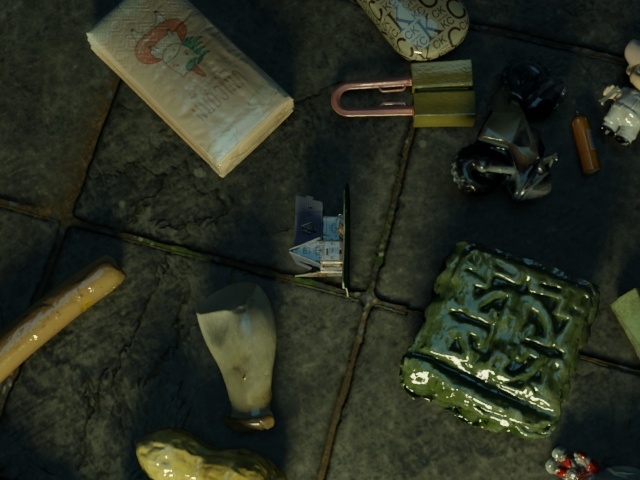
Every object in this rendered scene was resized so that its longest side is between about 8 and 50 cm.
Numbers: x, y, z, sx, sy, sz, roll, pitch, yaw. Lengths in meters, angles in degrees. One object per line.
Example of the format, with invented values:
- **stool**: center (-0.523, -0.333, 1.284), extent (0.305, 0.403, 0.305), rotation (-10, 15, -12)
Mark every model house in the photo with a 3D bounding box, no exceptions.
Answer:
- **model house**: center (0.000, 0.000, 1.452), extent (0.088, 0.117, 0.167), rotation (0, 78, 6)

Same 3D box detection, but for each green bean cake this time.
- **green bean cake**: center (0.260, 0.148, 1.397), extent (0.241, 0.132, 0.255), rotation (25, 77, 5)

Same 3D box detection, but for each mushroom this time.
- **mushroom**: center (-0.110, 0.173, 1.427), extent (0.116, 0.093, 0.225), rotation (-19, 84, 12)

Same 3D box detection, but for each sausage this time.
- **sausage**: center (-0.430, 0.130, 1.458), extent (0.301, 0.066, 0.066), rotation (-41, 77, -10)
- **sausage**: center (0.424, -0.158, 1.520), extent (0.031, 0.031, 0.107), rotation (-8, 73, 0)

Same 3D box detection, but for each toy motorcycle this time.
- **toy motorcycle**: center (0.317, -0.165, 1.490), extent (0.159, 0.106, 0.270), rotation (30, 67, 6)

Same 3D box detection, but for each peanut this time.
- **peanut**: center (-0.157, 0.334, 1.370), extent (0.229, 0.098, 0.103), rotation (16, 120, 3)

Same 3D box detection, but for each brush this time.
- **brush**: center (0.133, -0.236, 1.543), extent (0.233, 0.047, 0.103), rotation (-2, 75, 3)

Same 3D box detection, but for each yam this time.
- **yam**: center (0.498, 0.151, 1.414), extent (0.068, 0.068, 0.169), rotation (-24, 76, -4)

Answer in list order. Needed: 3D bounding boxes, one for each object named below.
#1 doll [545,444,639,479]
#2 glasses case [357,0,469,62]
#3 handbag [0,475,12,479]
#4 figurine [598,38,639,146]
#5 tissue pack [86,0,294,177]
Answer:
- **doll**: center (0.412, 0.355, 1.365), extent (0.180, 0.079, 0.094), rotation (25, 105, 15)
- **glasses case**: center (0.112, -0.450, 1.581), extent (0.137, 0.085, 0.354), rotation (-31, 76, -8)
- **handbag**: center (-0.490, 0.479, 1.358), extent (0.244, 0.088, 0.275), rotation (17, 75, 3)
- **figurine**: center (0.532, -0.253, 1.506), extent (0.137, 0.112, 0.229), rotation (36, 92, 19)
- **tissue pack**: center (-0.214, -0.274, 1.554), extent (0.170, 0.071, 0.325), rotation (-43, 77, -11)
